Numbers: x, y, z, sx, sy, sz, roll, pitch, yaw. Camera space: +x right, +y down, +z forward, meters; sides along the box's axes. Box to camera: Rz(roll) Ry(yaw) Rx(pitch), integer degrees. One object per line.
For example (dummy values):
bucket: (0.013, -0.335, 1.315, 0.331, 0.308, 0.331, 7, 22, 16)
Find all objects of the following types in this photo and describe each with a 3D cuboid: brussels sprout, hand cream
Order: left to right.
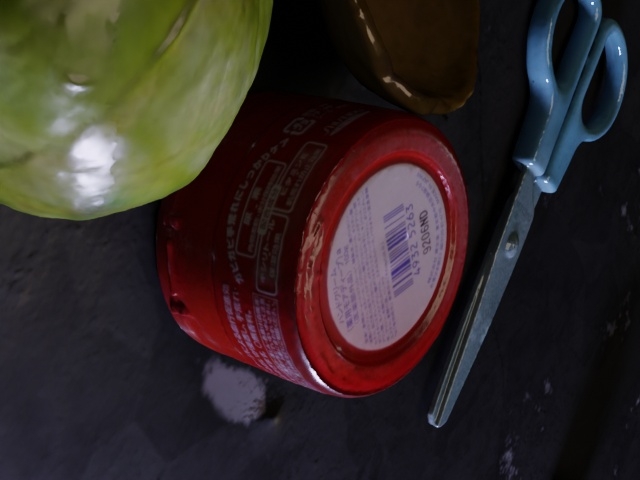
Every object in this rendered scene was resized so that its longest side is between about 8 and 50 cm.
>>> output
brussels sprout: (-0.105, -0.117, 0.484, 0.223, 0.161, 0.223, -25, 126, -39)
hand cream: (0.000, 0.000, 0.682, 0.193, 0.125, 0.193, -21, 119, -44)

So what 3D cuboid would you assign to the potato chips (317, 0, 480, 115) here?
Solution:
potato chips: (0.041, -0.180, 0.698, 0.195, 0.061, 0.208, -19, 90, -55)

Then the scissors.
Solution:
scissors: (0.191, -0.033, 0.980, 0.192, 0.029, 0.447, 38, 72, -49)
